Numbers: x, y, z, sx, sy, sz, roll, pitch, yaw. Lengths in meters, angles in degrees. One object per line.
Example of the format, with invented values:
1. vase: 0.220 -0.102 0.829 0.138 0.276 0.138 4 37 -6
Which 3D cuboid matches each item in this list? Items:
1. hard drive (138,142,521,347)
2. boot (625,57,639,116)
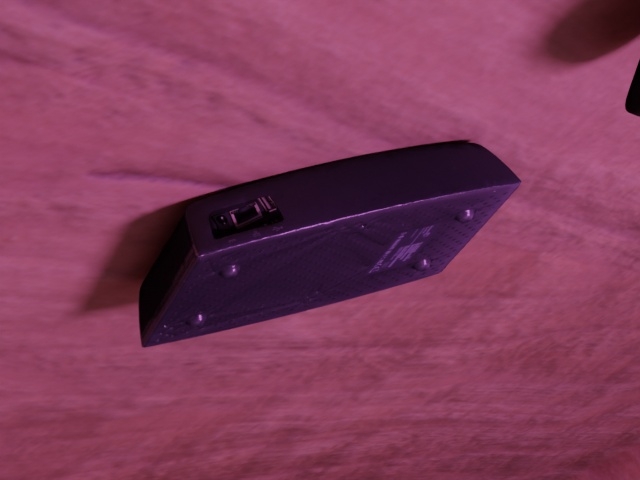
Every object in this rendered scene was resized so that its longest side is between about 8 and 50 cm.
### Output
1. hard drive: 0.000 0.000 1.300 0.255 0.054 0.172 -13 159 -26
2. boot: 0.335 -0.083 1.143 0.229 0.091 0.263 22 173 -17
